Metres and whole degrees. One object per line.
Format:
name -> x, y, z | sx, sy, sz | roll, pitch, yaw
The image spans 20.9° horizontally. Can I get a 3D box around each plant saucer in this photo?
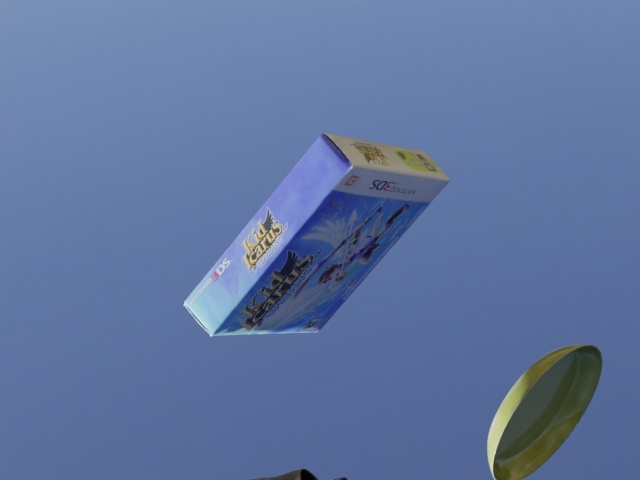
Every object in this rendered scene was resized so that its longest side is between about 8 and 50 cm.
plant saucer -> 0.313, 0.241, 2.481 | 0.037, 0.241, 0.241 | 35, -143, 30

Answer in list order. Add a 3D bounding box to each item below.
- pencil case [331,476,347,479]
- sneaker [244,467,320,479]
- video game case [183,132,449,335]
pencil case -> 0.030, 0.292, 1.334 | 0.086, 0.206, 0.088 | 25, 154, -30
sneaker -> -0.025, 0.390, 2.176 | 0.118, 0.222, 0.083 | -18, -157, 24
video game case -> 0.000, 0.000, 2.043 | 0.061, 0.269, 0.244 | 49, -159, 24
